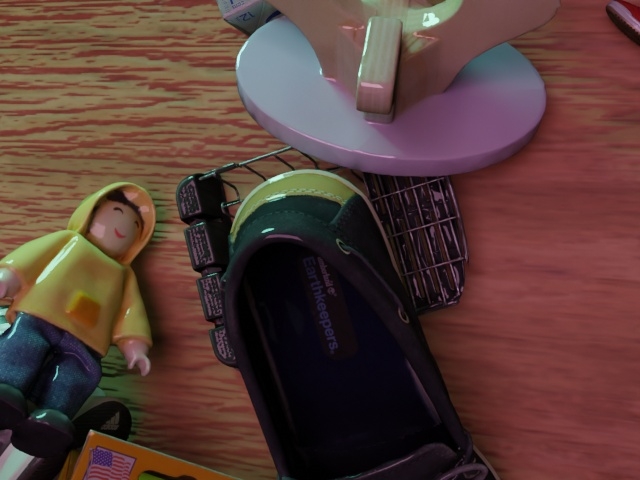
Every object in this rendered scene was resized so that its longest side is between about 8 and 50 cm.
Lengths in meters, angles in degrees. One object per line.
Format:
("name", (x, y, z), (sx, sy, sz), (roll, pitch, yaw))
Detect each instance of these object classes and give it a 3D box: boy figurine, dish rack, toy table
("boy figurine", (-0.227, 0.063, 0.871), (0.177, 0.285, 0.092), (38, 137, -21))
("dish rack", (0.000, 0.000, 0.865), (0.271, 0.074, 0.208), (-17, 84, 15))
("toy table", (0.062, -0.173, 0.762), (0.274, 0.161, 0.252), (-1, 60, -1))

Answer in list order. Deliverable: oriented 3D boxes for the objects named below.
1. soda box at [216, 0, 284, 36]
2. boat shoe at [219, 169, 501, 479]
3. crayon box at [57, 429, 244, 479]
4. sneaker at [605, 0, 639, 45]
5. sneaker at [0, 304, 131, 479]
("soda box", (-0.082, -0.349, 0.895), (0.098, 0.091, 0.286), (-23, 80, 15))
("boat shoe", (0.046, 0.186, 0.757), (0.186, 0.156, 0.501), (-19, 99, 13))
("crayon box", (-0.180, 0.337, 0.852), (0.203, 0.083, 0.323), (23, 96, -15))
("sneaker", (0.310, -0.188, 0.785), (0.118, 0.042, 0.067), (38, 103, 8))
("sneaker", (-0.421, 0.255, 0.961), (0.447, 0.169, 0.257), (-47, 66, 2))
